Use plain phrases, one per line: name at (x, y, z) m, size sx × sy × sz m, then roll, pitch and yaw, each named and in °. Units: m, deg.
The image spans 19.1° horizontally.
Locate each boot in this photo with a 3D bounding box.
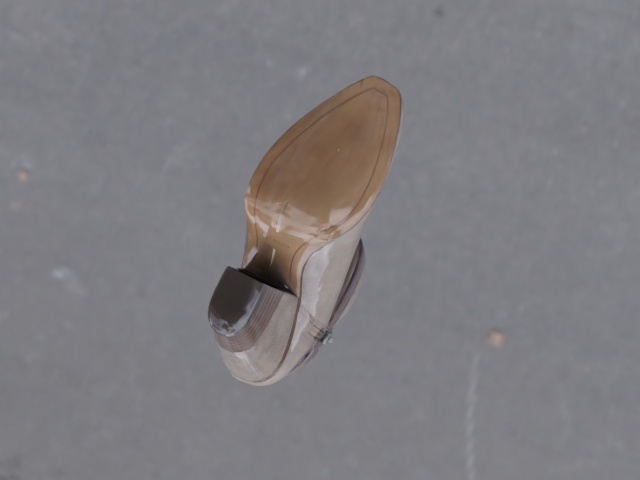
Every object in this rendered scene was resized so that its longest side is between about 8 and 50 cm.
boot at (0.000, 0.000, 0.689) m, size 0.042 × 0.118 × 0.087 m, roll 38°, pitch -177°, yaw 19°
